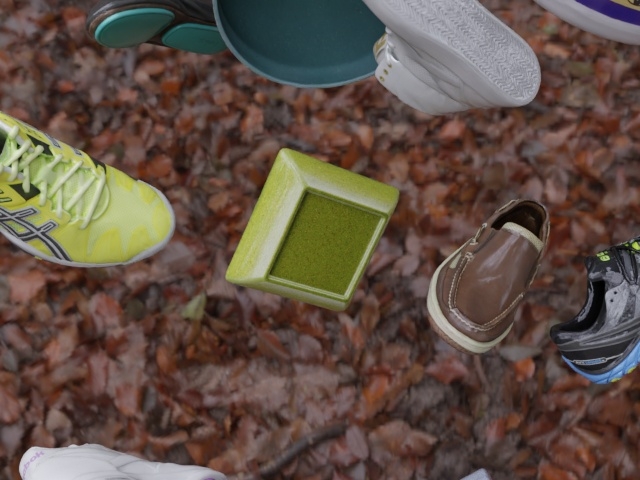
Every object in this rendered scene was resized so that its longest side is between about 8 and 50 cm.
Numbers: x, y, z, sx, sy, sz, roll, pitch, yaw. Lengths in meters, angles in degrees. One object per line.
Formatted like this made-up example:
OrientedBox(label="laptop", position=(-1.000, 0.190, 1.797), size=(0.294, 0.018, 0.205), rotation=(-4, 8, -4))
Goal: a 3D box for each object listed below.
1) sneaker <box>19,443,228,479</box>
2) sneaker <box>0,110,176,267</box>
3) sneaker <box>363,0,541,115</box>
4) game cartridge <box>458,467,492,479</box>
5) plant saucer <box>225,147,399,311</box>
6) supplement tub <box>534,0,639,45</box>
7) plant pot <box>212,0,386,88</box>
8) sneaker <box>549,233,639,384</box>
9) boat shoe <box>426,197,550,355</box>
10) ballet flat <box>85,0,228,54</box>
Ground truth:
OrientedBox(label="sneaker", position=(-0.225, 0.294, 1.082), size=(0.152, 0.305, 0.114), rotation=(28, 88, 35))
OrientedBox(label="sneaker", position=(-0.352, -0.067, 1.057), size=(0.385, 0.147, 0.145), rotation=(20, 77, -20))
OrientedBox(label="sneaker", position=(0.084, -0.234, 0.975), size=(0.169, 0.292, 0.108), rotation=(-3, 52, 58))
OrientedBox(label="game cartridge", position=(0.135, 0.381, 0.908), size=(0.198, 0.062, 0.297), rotation=(-26, 29, 2))
OrientedBox(label="plant saucer", position=(0.000, 0.000, 1.142), size=(0.188, 0.188, 0.045), rotation=(17, 15, -30))
OrientedBox(label="supplement tub", position=(0.239, -0.289, 0.490), size=(0.241, 0.331, 0.240), rotation=(4, 68, -10))
OrientedBox(label="plant pot", position=(-0.001, -0.361, 1.088), size=(0.293, 0.293, 0.196), rotation=(-14, 52, -4))
OrientedBox(label="sneaker", position=(0.248, 0.024, 0.691), size=(0.078, 0.067, 0.188), rotation=(35, 102, -1))
OrientedBox(label="boat shoe", position=(0.185, 0.021, 0.943), size=(0.095, 0.095, 0.257), rotation=(33, 33, 5))
OrientedBox(label="ballet flat", position=(-0.210, -0.289, 1.125), size=(0.095, 0.280, 0.096), rotation=(-31, 83, 24))
